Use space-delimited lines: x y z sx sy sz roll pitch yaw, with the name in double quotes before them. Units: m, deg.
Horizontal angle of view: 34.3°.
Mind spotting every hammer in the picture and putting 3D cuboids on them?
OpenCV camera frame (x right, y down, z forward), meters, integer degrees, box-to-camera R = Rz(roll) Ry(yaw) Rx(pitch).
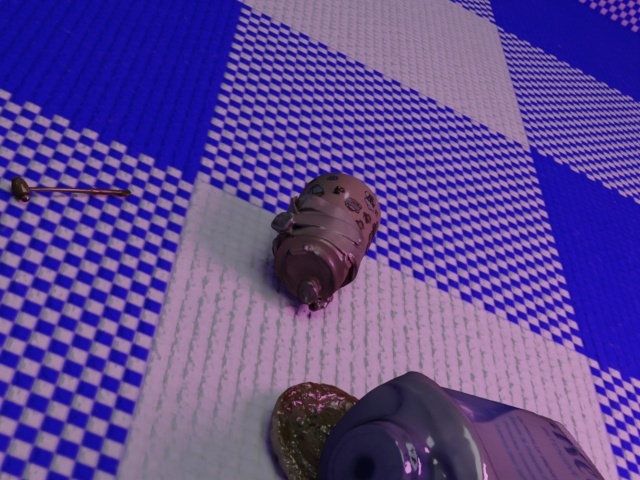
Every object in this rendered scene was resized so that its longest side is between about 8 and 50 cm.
"hammer" -0.229 -0.047 0.963 0.123 0.014 0.029 -1 53 -45

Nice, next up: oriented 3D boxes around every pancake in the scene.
"pancake" 0.018 0.176 0.861 0.139 0.022 0.139 26 33 -19

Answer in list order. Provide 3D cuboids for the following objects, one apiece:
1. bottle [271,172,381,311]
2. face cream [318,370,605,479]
"bottle" 0.001 0.000 1.031 0.099 0.099 0.152 32 34 -1
"face cream" 0.158 0.216 0.852 0.420 0.137 0.235 23 27 -46
